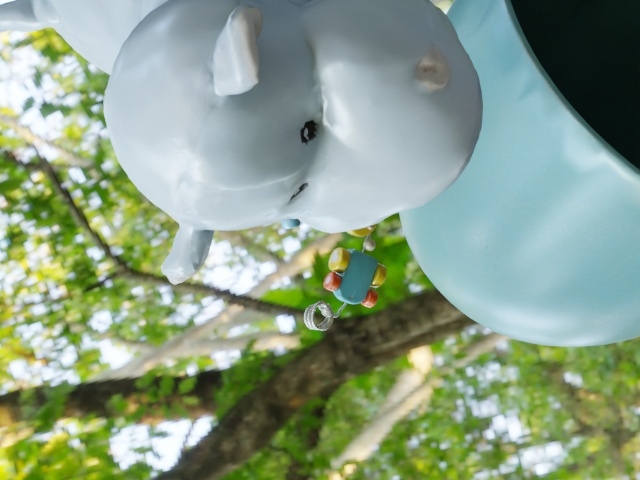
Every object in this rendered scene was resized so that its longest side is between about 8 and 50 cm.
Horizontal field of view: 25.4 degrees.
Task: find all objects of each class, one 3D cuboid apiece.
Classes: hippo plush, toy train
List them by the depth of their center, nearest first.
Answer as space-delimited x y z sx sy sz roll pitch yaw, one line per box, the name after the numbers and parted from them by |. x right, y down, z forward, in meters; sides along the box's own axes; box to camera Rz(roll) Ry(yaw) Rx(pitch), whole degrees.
-0.035 -0.126 0.689 0.294 0.234 0.236 2 -146 -17 | hippo plush
0.000 0.000 1.427 0.125 0.046 0.166 -20 -76 -23 | toy train

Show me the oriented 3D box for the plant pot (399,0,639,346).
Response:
0.187 -0.062 0.976 0.293 0.235 0.293 16 -130 -20 | plant pot
